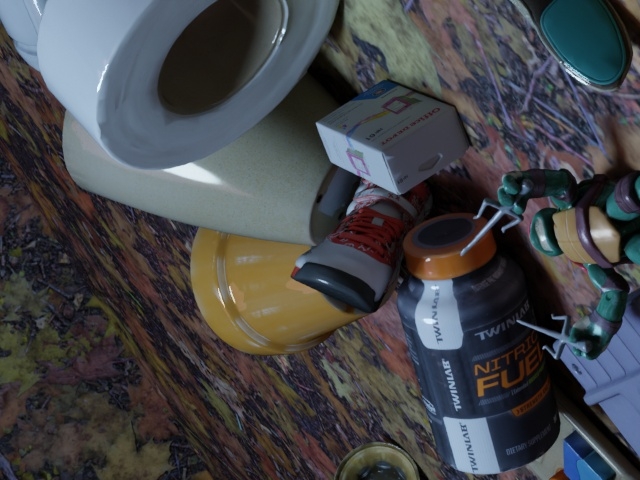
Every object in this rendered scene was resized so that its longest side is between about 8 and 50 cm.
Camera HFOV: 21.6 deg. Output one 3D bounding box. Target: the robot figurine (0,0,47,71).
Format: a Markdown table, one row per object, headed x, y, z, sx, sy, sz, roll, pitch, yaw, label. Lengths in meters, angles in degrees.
| x | y | z | sx | sy | sz | roll | pitch | yaw | label |
| --- | --- | --- | --- | --- | --- | --- | --- | --- | --- |
| -0.295 | -0.327 | 1.932 | 0.300 | 0.200 | 0.353 | -83 | -24 | -49 | robot figurine |

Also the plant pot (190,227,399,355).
| x | y | z | sx | sy | sz | roll | pitch | yaw | label |
| --- | --- | --- | --- | --- | --- | --- | --- | --- | --- |
| -0.014 | 0.028 | 1.923 | 0.188 | 0.205 | 0.205 | -7 | 119 | 54 | plant pot |

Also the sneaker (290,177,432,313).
| x | y | z | sx | sy | sz | roll | pitch | yaw | label |
| --- | --- | --- | --- | --- | --- | --- | --- | --- | --- |
| 0.045 | -0.008 | 1.665 | 0.090 | 0.145 | 0.270 | 25 | 180 | 7 | sneaker |

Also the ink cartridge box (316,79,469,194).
| x | y | z | sx | sy | sz | roll | pitch | yaw | label |
| --- | --- | --- | --- | --- | --- | --- | --- | --- | --- |
| 0.068 | -0.099 | 1.588 | 0.122 | 0.088 | 0.052 | 30 | 149 | 53 | ink cartridge box |

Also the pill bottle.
| x | y | z | sx | sy | sz | roll | pitch | yaw | label |
| --- | --- | --- | --- | --- | --- | --- | --- | --- | --- |
| 0.150 | 0.097 | 1.652 | 0.130 | 0.130 | 0.246 | 28 | 141 | 56 | pill bottle |

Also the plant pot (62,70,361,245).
| x | y | z | sx | sy | sz | roll | pitch | yaw | label |
| --- | --- | --- | --- | --- | --- | --- | --- | --- | --- |
| -0.088 | -0.110 | 1.787 | 0.274 | 0.256 | 0.256 | 28 | 154 | 23 | plant pot |

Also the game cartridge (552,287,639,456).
| x | y | z | sx | sy | sz | roll | pitch | yaw | label |
| --- | --- | --- | --- | --- | --- | --- | --- | --- | --- |
| 0.355 | 0.201 | 1.458 | 0.355 | 0.068 | 0.230 | 53 | 168 | 5 | game cartridge |

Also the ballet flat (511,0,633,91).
| x | y | z | sx | sy | sz | roll | pitch | yaw | label |
| --- | --- | --- | --- | --- | --- | --- | --- | --- | --- |
| 0.174 | -0.176 | 1.234 | 0.168 | 0.057 | 0.052 | 53 | -168 | 16 | ballet flat |

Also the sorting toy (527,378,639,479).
| x | y | z | sx | sy | sz | roll | pitch | yaw | label |
| --- | --- | --- | --- | --- | --- | --- | --- | --- | --- |
| 0.221 | 0.193 | 1.834 | 0.307 | 0.041 | 0.229 | 47 | 162 | 22 | sorting toy |

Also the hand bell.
| x | y | z | sx | sy | sz | roll | pitch | yaw | label |
| --- | --- | --- | --- | --- | --- | --- | --- | --- | --- |
| 0.108 | 0.392 | 2.498 | 0.126 | 0.126 | 0.242 | 46 | 175 | 26 | hand bell |

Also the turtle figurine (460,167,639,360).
| x | y | z | sx | sy | sz | roll | pitch | yaw | label |
| --- | --- | --- | --- | --- | --- | --- | --- | --- | --- |
| 0.214 | -0.002 | 1.333 | 0.175 | 0.118 | 0.234 | 50 | 152 | -16 | turtle figurine |

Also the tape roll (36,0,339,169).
| x | y | z | sx | sy | sz | roll | pitch | yaw | label |
| --- | --- | --- | --- | --- | --- | --- | --- | --- | --- |
| -0.118 | -0.202 | 1.556 | 0.100 | 0.286 | 0.286 | 45 | 162 | 25 | tape roll |
